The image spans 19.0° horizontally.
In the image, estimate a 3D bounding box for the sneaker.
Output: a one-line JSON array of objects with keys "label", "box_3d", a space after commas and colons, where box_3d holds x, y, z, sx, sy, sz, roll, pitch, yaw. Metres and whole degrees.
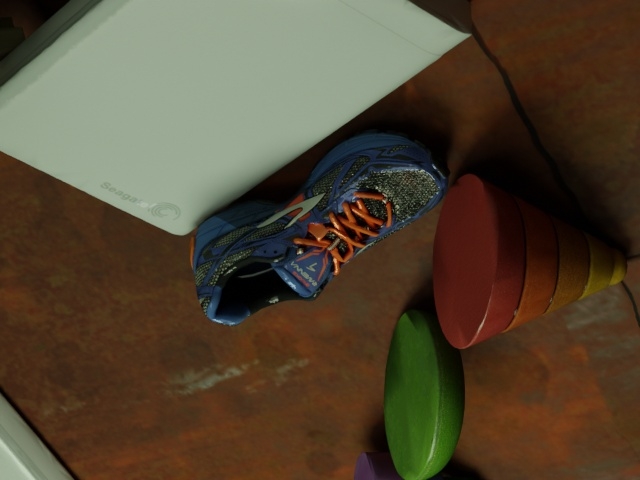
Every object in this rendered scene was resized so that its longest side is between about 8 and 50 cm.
[{"label": "sneaker", "box_3d": [0.000, 0.000, 1.361, 0.221, 0.087, 0.083, -30, 123, 27]}]

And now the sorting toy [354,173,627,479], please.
[{"label": "sorting toy", "box_3d": [0.127, 0.100, 1.414, 0.126, 0.127, 0.366, 2, 137, -15]}]

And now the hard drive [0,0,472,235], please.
[{"label": "hard drive", "box_3d": [-0.076, -0.119, 1.300, 0.203, 0.040, 0.307, 27, 137, -32]}]

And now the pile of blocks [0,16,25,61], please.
[{"label": "pile of blocks", "box_3d": [-0.390, -0.119, 1.363, 0.362, 0.113, 0.149, -17, 157, -3]}]

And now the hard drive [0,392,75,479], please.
[{"label": "hard drive", "box_3d": [-0.355, 0.196, 1.720, 0.233, 0.047, 0.353, -21, 116, 35]}]
